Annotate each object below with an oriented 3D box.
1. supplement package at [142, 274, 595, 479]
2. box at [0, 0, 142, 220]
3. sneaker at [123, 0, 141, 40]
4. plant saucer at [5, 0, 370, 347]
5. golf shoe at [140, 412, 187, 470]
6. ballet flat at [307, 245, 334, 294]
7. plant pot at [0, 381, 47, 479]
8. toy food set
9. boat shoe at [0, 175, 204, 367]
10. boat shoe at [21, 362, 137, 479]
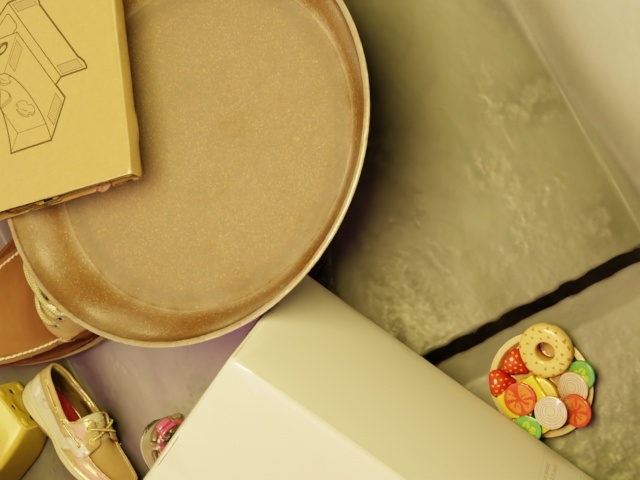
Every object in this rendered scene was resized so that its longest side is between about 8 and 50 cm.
[{"bbox_3d":[0.036,0.193,1.119,0.293,0.175,0.177,36,115,0],"label":"supplement package"},{"bbox_3d":[-0.214,-0.122,1.173,0.164,0.021,0.201,-15,74,25],"label":"box"},{"bbox_3d":[-0.170,-0.214,1.244,0.121,0.099,0.262,11,111,17],"label":"sneaker"},{"bbox_3d":[-0.094,-0.074,1.139,0.311,0.050,0.310,-6,77,28],"label":"plant saucer"},{"bbox_3d":[-0.075,0.217,1.288,0.186,0.067,0.086,52,159,-3],"label":"golf shoe"},{"bbox_3d":[0.000,0.000,1.222,0.049,0.057,0.173,0,103,-15],"label":"ballet flat"},{"bbox_3d":[-0.286,0.168,1.371,0.083,0.081,0.081,-43,79,14],"label":"plant pot"},{"bbox_3d":[0.164,0.108,1.165,0.083,0.020,0.082,-38,82,26],"label":"toy food set"},{"bbox_3d":[-0.183,0.012,1.265,0.324,0.120,0.122,-31,85,27],"label":"boat shoe"},{"bbox_3d":[-0.201,0.162,1.340,0.135,0.050,0.045,46,120,13],"label":"boat shoe"}]
